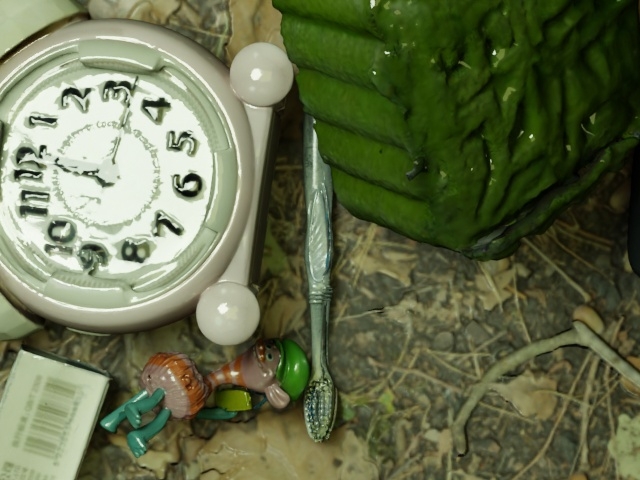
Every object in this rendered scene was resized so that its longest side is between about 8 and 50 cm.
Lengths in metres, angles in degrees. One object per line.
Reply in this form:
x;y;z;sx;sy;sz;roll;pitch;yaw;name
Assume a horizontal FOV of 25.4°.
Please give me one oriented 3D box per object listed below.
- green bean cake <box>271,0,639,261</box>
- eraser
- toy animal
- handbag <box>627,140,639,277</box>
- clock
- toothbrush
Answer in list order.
0.140;-0.185;1.295;0.335;0.218;0.319;-39;126;-28;green bean cake
-0.312;0.306;1.386;0.098;0.096;0.404;19;89;-8;eraser
-0.114;0.153;1.397;0.208;0.103;0.100;-19;53;-34;toy animal
0.453;-0.010;1.436;0.302;0.178;0.275;17;74;-9;handbag
-0.203;-0.063;1.354;0.326;0.184;0.342;7;85;-3;clock
0.000;0.000;1.448;0.035;0.042;0.413;0;89;-7;toothbrush
